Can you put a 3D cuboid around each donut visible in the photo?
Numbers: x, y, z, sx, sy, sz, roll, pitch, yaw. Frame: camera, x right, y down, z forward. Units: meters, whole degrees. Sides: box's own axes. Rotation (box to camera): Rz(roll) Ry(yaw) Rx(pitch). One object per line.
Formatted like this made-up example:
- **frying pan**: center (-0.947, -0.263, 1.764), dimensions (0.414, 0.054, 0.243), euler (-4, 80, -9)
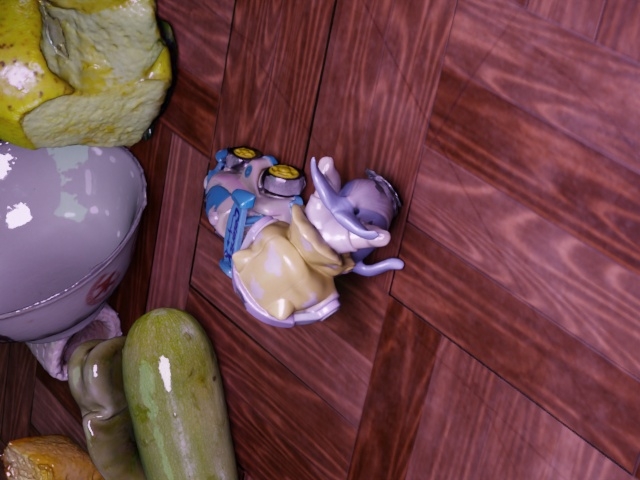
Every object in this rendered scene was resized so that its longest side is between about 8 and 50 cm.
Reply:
- **donut**: center (-0.337, 0.367, 1.938), dimensions (0.101, 0.152, 0.259), euler (8, 112, 36)

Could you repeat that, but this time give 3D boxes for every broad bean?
- **broad bean**: center (-0.236, 0.212, 1.764), dimensions (0.072, 0.153, 0.207), euler (-7, 111, 41)

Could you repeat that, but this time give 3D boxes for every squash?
- **squash**: center (-0.157, 0.262, 1.700), dimensions (0.118, 0.118, 0.371), euler (-8, 94, 52)

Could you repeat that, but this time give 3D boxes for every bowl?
- **bowl**: center (-0.359, 0.024, 1.807), dimensions (0.337, 0.337, 0.158), euler (38, 155, 41)

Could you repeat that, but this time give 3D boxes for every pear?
- **pear**: center (-0.326, -0.239, 1.696), dimensions (0.164, 0.255, 0.238), euler (-50, 55, 47)

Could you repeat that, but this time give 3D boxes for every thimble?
- **thimble**: center (-0.327, 0.119, 1.892), dimensions (0.090, 0.102, 0.115), euler (37, 107, 40)

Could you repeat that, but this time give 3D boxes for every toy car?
- **toy car**: center (-0.093, -0.037, 1.566), dimensions (0.161, 0.098, 0.126), euler (36, 123, 40)

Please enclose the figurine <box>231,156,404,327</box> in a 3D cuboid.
- **figurine**: center (0.000, 0.000, 1.393), dimensions (0.128, 0.183, 0.208), euler (50, 161, 13)
